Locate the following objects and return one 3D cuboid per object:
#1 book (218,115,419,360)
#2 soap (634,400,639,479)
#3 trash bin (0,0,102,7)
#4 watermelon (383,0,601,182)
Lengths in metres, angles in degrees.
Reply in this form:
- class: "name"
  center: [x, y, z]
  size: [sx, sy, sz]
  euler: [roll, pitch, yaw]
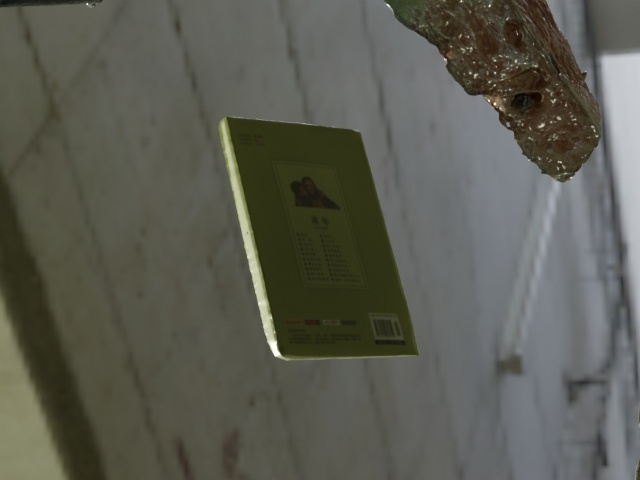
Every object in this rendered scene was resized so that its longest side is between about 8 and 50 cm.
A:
- class: "book"
  center: [0.000, 0.000, 2.376]
  size: [0.239, 0.035, 0.352]
  euler: [3, -118, -36]
- class: "soap"
  center: [0.333, 0.220, 1.428]
  size: [0.302, 0.159, 0.257]
  euler: [0, -99, -71]
- class: "trash bin"
  center: [-0.169, -0.267, 1.021]
  size: [0.184, 0.163, 0.234]
  euler: [61, 142, 28]
- class: "watermelon"
  center: [0.166, -0.164, 1.509]
  size: [0.241, 0.094, 0.154]
  euler: [56, -152, -3]
